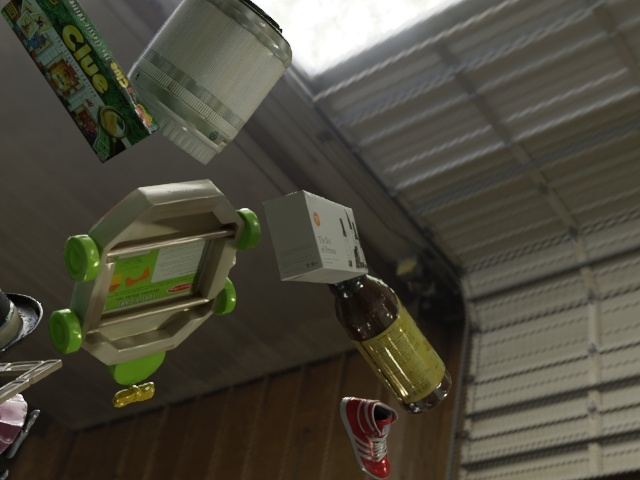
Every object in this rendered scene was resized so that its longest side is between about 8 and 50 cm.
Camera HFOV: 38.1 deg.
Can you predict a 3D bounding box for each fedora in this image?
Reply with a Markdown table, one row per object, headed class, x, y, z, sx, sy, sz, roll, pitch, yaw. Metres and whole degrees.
| class | x | y | z | sx | sy | sz | roll | pitch | yaw |
| --- | --- | --- | --- | --- | --- | --- | --- | --- | --- |
| fedora | -0.663 | 0.120 | 1.653 | 0.334 | 0.153 | 0.334 | -10 | -159 | 4 |

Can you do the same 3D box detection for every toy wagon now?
| class | x | y | z | sx | sy | sz | roll | pitch | yaw |
| --- | --- | --- | --- | --- | --- | --- | --- | --- | --- |
| toy wagon | -0.229 | 0.077 | 1.234 | 0.068 | 0.267 | 0.344 | 45 | -52 | 32 |

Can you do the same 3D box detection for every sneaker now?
| class | x | y | z | sx | sy | sz | roll | pitch | yaw |
| --- | --- | --- | --- | --- | --- | --- | --- | --- | --- |
| sneaker | 0.072 | 0.247 | 1.149 | 0.067 | 0.118 | 0.042 | -11 | -159 | 46 |

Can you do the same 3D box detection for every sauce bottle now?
| class | x | y | z | sx | sy | sz | roll | pitch | yaw |
| --- | --- | --- | --- | --- | --- | --- | --- | --- | --- |
| sauce bottle | 0.101 | 0.144 | 1.583 | 0.111 | 0.344 | 0.111 | -28 | -156 | 14 |

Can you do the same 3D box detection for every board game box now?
| class | x | y | z | sx | sy | sz | roll | pitch | yaw |
| --- | --- | --- | --- | --- | --- | --- | --- | --- | --- |
| board game box | -0.340 | -0.242 | 1.308 | 0.136 | 0.260 | 0.030 | -21 | -164 | 43 |

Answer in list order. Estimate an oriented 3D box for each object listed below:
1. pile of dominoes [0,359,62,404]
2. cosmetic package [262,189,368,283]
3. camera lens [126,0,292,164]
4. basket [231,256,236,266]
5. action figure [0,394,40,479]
| class | x | y | z | sx | sy | sz | roll | pitch | yaw |
| --- | --- | --- | --- | --- | --- | --- | --- | --- | --- |
| pile of dominoes | -0.455 | 0.214 | 1.103 | 0.196 | 0.040 | 0.251 | -7 | -166 | 29 |
| cosmetic package | 0.000 | 0.000 | 1.194 | 0.060 | 0.099 | 0.239 | -18 | 172 | 14 |
| camera lens | -0.200 | -0.301 | 1.645 | 0.274 | 0.219 | 0.219 | -53 | -149 | 1 |
| basket | -0.220 | 0.029 | 1.418 | 0.167 | 0.103 | 0.113 | -41 | -145 | 18 |
| action figure | -0.616 | 0.241 | 1.349 | 0.276 | 0.370 | 0.248 | -61 | -167 | -6 |
